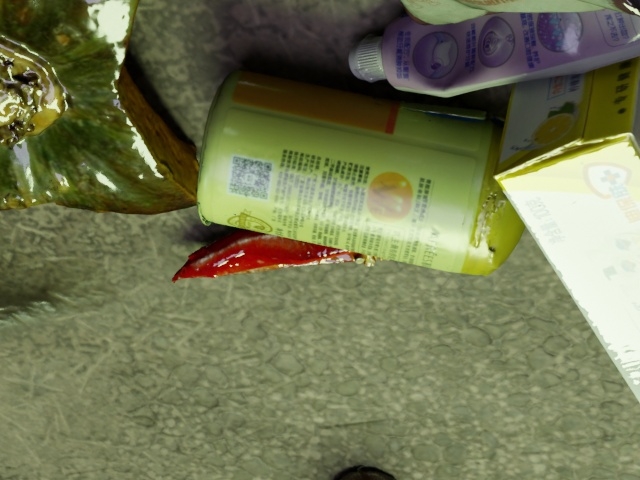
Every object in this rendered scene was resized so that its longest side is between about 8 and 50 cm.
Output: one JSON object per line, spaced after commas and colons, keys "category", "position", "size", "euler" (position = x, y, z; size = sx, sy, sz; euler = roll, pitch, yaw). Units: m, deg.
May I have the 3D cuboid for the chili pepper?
{"category": "chili pepper", "position": [0.000, 0.000, 1.254], "size": [0.268, 0.059, 0.050], "euler": [-7, 88, 23]}

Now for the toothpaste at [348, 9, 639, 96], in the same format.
{"category": "toothpaste", "position": [0.138, -0.141, 1.036], "size": [0.301, 0.048, 0.075], "euler": [-7, 106, 42]}

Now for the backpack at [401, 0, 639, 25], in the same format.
{"category": "backpack", "position": [0.084, -0.274, 0.877], "size": [0.283, 0.197, 0.317], "euler": [5, 132, 58]}

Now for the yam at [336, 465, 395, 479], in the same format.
{"category": "yam", "position": [0.034, 0.276, 1.429], "size": [0.079, 0.141, 0.079], "euler": [6, 131, 7]}

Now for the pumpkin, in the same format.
{"category": "pumpkin", "position": [-0.221, -0.127, 1.156], "size": [0.258, 0.095, 0.290], "euler": [-1, 135, 10]}

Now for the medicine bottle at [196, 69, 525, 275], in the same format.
{"category": "medicine bottle", "position": [0.036, -0.048, 1.153], "size": [0.239, 0.124, 0.124], "euler": [10, 133, 3]}

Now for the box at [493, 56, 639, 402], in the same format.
{"category": "box", "position": [0.229, -0.018, 1.101], "size": [0.097, 0.168, 0.265], "euler": [-17, 127, 30]}
